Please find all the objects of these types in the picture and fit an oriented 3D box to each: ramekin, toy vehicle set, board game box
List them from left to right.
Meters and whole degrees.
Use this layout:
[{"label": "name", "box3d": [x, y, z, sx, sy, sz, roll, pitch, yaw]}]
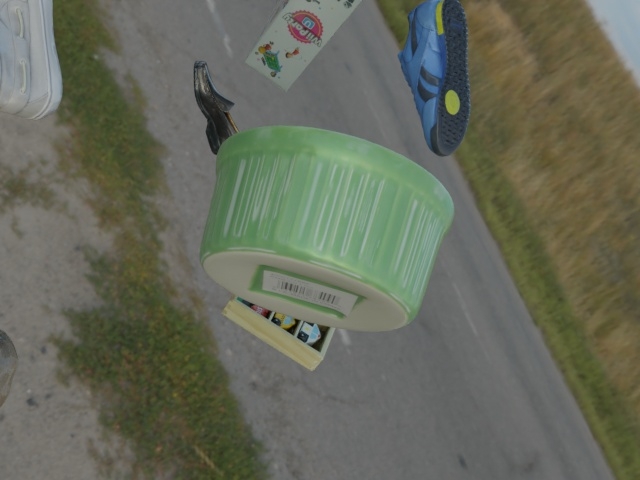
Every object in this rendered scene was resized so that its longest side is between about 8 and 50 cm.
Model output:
[{"label": "toy vehicle set", "box3d": [-0.041, 0.077, 1.332, 0.166, 0.035, 0.267, 33, 34, -5]}, {"label": "ramekin", "box3d": [0.000, 0.000, 0.998, 0.303, 0.303, 0.148, 38, 61, -47]}, {"label": "board game box", "box3d": [0.009, -0.428, 1.367, 0.097, 0.303, 0.224, 33, 47, -15]}]

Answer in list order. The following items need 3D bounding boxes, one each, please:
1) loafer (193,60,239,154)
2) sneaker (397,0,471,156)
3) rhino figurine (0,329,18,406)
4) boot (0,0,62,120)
[{"label": "loafer", "box3d": [-0.178, -0.235, 1.430, 0.062, 0.061, 0.170, -88, 165, -59]}, {"label": "sneaker", "box3d": [0.144, -0.208, 1.062, 0.069, 0.082, 0.209, 8, 79, -47]}, {"label": "rhino figurine", "box3d": [-0.353, 0.177, 0.737, 0.106, 0.243, 0.073, 20, 2, -12]}, {"label": "boot", "box3d": [-0.389, -0.275, 0.972, 0.123, 0.095, 0.258, 1, 72, -67]}]
